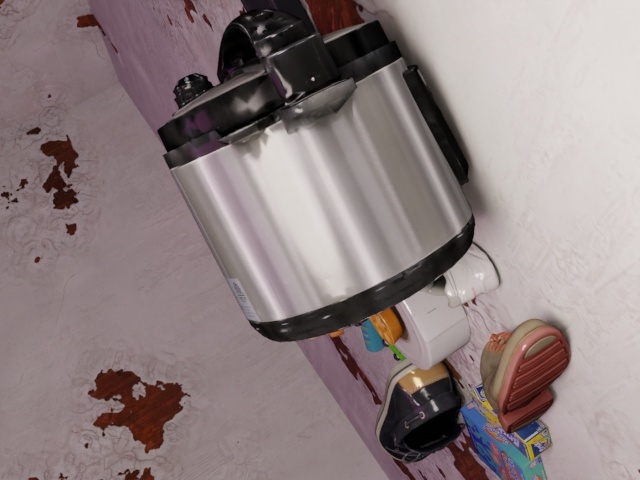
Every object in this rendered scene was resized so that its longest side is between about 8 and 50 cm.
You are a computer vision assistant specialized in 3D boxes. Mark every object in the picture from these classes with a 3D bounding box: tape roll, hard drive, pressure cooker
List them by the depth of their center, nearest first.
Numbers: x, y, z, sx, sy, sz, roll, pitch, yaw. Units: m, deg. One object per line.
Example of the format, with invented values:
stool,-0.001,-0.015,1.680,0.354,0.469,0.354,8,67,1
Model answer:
pressure cooker,-0.018,-0.116,1.159,0.369,0.375,0.420,-20,102,35
hard drive,-0.084,-0.410,1.482,0.255,0.054,0.172,60,167,-7
tape roll,0.171,0.114,1.651,0.286,0.100,0.286,54,167,19

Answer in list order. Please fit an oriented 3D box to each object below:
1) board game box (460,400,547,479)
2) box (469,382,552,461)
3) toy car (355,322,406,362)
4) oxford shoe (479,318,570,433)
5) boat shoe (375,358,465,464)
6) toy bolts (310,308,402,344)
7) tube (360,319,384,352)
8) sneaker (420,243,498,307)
board game box,0.386,0.447,1.735,0.210,0.047,0.160,39,157,54
box,0.355,0.332,1.564,0.169,0.054,0.059,41,159,51
toy car,0.147,0.184,1.904,0.225,0.053,0.239,52,143,8
oxford shoe,0.298,0.196,1.314,0.130,0.123,0.348,57,168,29
boat shoe,0.240,0.438,1.979,0.156,0.186,0.500,58,164,31
toy bolts,0.029,0.127,1.630,0.218,0.158,0.228,44,161,50
tube,0.122,0.198,2.181,0.080,0.052,0.207,29,144,52
sneaker,0.180,0.027,1.366,0.232,0.115,0.090,43,161,50
